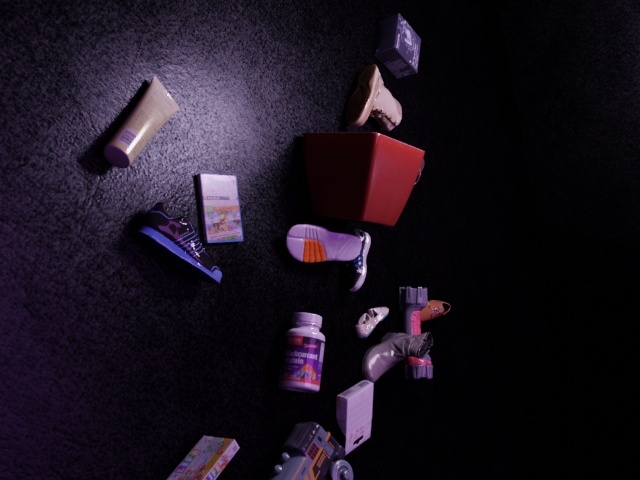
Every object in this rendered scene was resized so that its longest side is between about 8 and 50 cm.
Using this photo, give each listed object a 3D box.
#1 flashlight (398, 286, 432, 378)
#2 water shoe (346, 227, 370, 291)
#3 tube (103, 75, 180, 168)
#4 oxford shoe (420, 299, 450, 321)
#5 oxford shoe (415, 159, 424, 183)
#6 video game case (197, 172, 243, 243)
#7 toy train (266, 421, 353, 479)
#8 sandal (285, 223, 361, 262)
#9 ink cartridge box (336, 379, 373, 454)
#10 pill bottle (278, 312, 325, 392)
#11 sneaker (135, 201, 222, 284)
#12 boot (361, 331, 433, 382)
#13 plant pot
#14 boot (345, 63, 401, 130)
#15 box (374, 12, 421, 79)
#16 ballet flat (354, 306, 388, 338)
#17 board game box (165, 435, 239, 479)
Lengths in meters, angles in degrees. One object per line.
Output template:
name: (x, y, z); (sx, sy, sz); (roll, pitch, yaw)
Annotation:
flashlight: (0.325, 0.310, 2.041); (0.103, 0.103, 0.305); (10, 77, -39)
water shoe: (0.095, 0.059, 1.849); (0.080, 0.073, 0.203); (25, 58, -22)
tube: (-0.382, -0.252, 1.311); (0.070, 0.062, 0.240); (106, 4, -51)
oxford shoe: (0.394, 0.248, 2.168); (0.212, 0.076, 0.076); (-12, 94, -50)
oxford shoe: (0.322, -0.234, 2.149); (0.271, 0.098, 0.097); (-44, 117, -46)
video game case: (-0.243, -0.078, 1.478); (0.119, 0.015, 0.167); (-4, 86, -52)
toy train: (-0.053, 0.614, 1.498); (0.190, 0.142, 0.334); (52, 47, -15)
sandal: (-0.002, 0.010, 1.713); (0.265, 0.076, 0.102); (9, 99, -39)
ink cartridge box: (0.100, 0.519, 1.788); (0.145, 0.045, 0.180); (-14, 112, -52)
pill bottle: (-0.045, 0.291, 1.580); (0.108, 0.108, 0.194); (28, 62, -46)
sneaker: (-0.294, 0.009, 1.343); (0.232, 0.081, 0.091); (43, 59, -37)
boot: (0.242, 0.352, 1.885); (0.246, 0.161, 0.084); (-39, 113, -48)
plant pot: (0.111, -0.171, 1.768); (0.267, 0.267, 0.236); (8, 91, -51)
boot: (0.183, -0.428, 2.022); (0.203, 0.095, 0.262); (47, 45, -37)
box: (0.280, -0.699, 2.194); (0.158, 0.093, 0.156); (31, 60, -43)
ballet flat: (0.161, 0.241, 1.893); (0.168, 0.057, 0.052); (-40, 104, -48)
board game box: (-0.255, 0.482, 1.282); (0.154, 0.103, 0.026); (-47, 119, -45)
